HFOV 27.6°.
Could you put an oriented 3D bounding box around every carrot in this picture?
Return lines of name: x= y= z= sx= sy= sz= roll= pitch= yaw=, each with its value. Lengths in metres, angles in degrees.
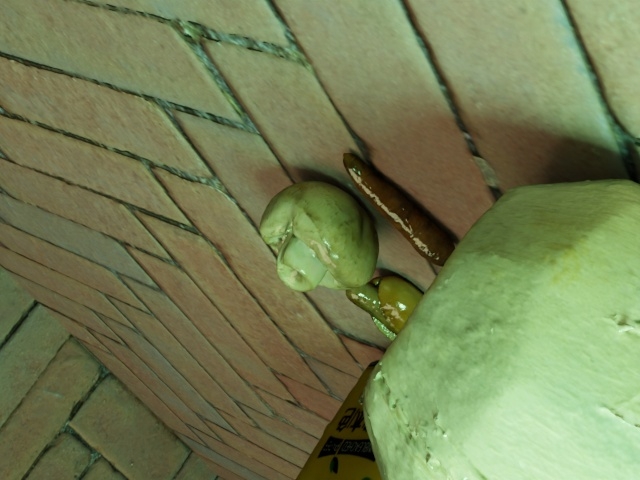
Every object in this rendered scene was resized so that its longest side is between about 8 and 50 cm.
carrot: x=0.080 y=-0.032 z=1.345 sx=0.165 sy=0.036 sz=0.035 roll=43 pitch=160 yaw=-16

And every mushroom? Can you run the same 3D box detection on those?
mushroom: x=0.000 y=0.000 z=1.437 sx=0.148 sy=0.112 sz=0.148 roll=27 pitch=152 yaw=16

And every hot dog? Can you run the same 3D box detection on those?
hot dog: x=0.093 y=0.085 z=1.569 sx=0.089 sy=0.060 sz=0.140 roll=3 pitch=140 yaw=51

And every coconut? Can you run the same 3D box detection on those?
coconut: x=0.230 y=0.148 z=1.030 sx=0.360 sy=0.346 sz=0.346 roll=35 pitch=162 yaw=10

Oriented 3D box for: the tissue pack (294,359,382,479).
tissue pack: x=0.139 y=0.305 z=1.662 sx=0.228 sy=0.293 sz=0.382 roll=38 pitch=162 yaw=-13
